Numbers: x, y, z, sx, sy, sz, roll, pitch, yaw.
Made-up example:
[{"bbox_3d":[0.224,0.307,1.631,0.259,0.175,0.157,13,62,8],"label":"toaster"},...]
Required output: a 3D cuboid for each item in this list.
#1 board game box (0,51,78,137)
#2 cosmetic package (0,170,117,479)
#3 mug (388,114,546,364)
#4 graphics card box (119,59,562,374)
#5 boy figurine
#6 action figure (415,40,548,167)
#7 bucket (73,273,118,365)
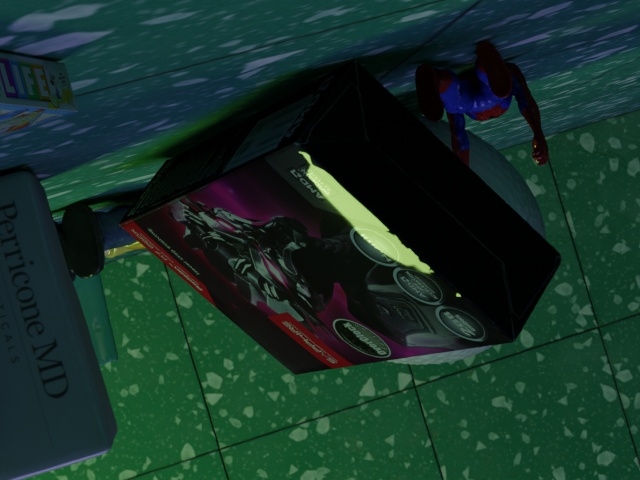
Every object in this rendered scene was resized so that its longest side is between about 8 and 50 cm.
[{"bbox_3d":[-0.205,-0.052,0.655,0.154,0.026,0.103,-17,179,13],"label":"board game box"},{"bbox_3d":[-0.408,0.118,1.085,0.453,0.230,0.161,-17,179,-7],"label":"cosmetic package"},{"bbox_3d":[0.046,-0.014,1.531,0.374,0.276,0.328,14,179,16],"label":"mug"},{"bbox_3d":[0.000,0.000,1.168,0.094,0.233,0.371,-55,-162,-25],"label":"graphics card box"},{"bbox_3d":[-0.202,-0.010,1.609,0.177,0.092,0.285,-20,174,34],"label":"boy figurine"},{"bbox_3d":[0.153,-0.099,1.260,0.091,0.139,0.280,-17,-178,13],"label":"action figure"},{"bbox_3d":[-0.398,0.100,1.769,0.281,0.183,0.281,-16,179,0],"label":"bucket"}]
